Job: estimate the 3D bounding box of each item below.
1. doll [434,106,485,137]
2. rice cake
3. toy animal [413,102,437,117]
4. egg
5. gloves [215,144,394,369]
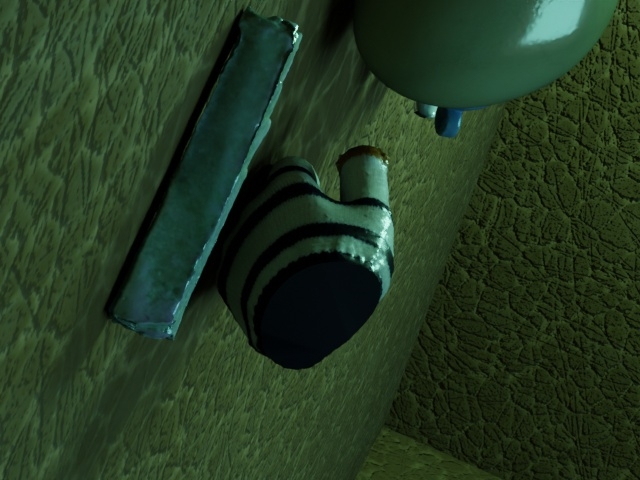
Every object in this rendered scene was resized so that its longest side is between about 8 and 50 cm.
[{"bbox_3d":[0.152,-0.245,1.477,0.177,0.141,0.314,-126,-130,-70],"label":"doll"},{"bbox_3d":[-0.067,-0.040,0.988,0.034,0.043,0.211,102,12,-85],"label":"rice cake"},{"bbox_3d":[0.109,-0.177,1.634,0.071,0.085,0.124,-53,174,18],"label":"toy animal"},{"bbox_3d":[0.132,-0.201,1.293,0.241,0.186,0.186,-39,159,-28],"label":"egg"},{"bbox_3d":[-0.015,0.001,1.243,0.219,0.131,0.140,-114,-143,-58],"label":"gloves"}]
